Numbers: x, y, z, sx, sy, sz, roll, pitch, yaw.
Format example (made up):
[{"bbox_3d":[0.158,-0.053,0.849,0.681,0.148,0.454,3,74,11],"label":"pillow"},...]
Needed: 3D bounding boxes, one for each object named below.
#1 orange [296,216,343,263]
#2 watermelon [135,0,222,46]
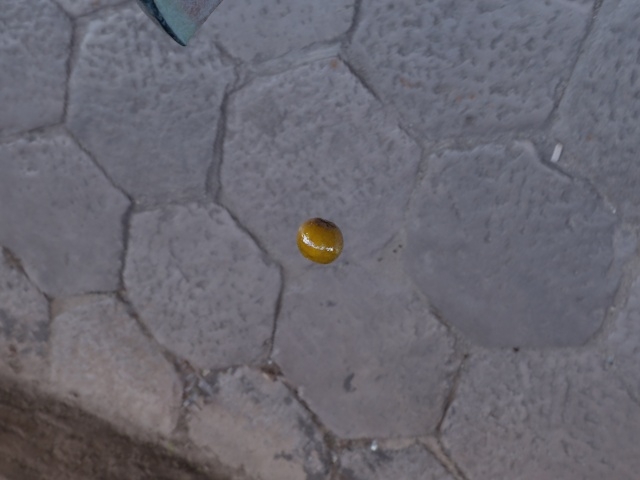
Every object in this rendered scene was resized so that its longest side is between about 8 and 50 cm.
[{"bbox_3d":[0.000,0.000,1.320,0.083,0.083,0.070,25,102,17],"label":"orange"},{"bbox_3d":[-0.188,-0.439,1.122,0.293,0.283,0.250,11,127,-25],"label":"watermelon"}]
